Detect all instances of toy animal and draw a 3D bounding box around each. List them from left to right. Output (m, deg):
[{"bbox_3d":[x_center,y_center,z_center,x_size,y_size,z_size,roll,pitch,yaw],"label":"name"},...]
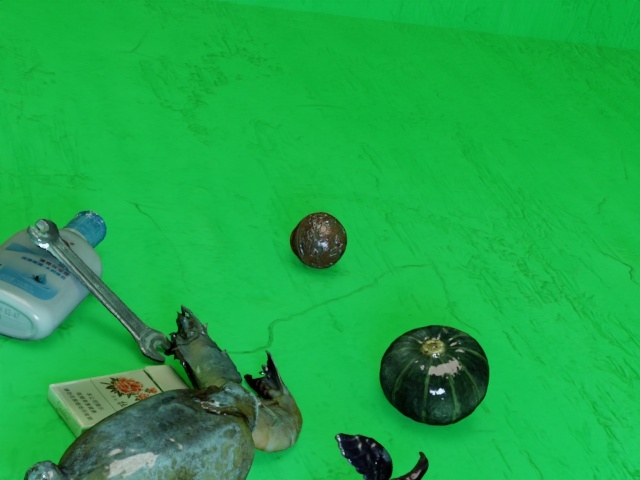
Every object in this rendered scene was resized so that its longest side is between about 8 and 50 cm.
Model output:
[{"bbox_3d":[0.067,0.329,1.946,0.160,0.272,0.197,-16,23,23],"label":"toy animal"}]

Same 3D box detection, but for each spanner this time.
[{"bbox_3d":[-0.336,0.076,2.282,0.302,0.017,0.071,44,30,9],"label":"spanner"}]

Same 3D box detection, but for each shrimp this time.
[{"bbox_3d":[-0.113,0.201,2.181,0.178,0.075,0.289,16,19,-40],"label":"shrimp"}]

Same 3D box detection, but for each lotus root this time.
[{"bbox_3d":[-0.218,0.289,1.888,0.350,0.175,0.175,-19,41,-41],"label":"lotus root"}]

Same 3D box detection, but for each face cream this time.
[{"bbox_3d":[-0.425,0.043,2.345,0.163,0.080,0.336,23,28,7],"label":"face cream"}]

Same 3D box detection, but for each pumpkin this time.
[{"bbox_3d":[0.174,0.202,2.266,0.167,0.125,0.167,-11,28,6],"label":"pumpkin"}]

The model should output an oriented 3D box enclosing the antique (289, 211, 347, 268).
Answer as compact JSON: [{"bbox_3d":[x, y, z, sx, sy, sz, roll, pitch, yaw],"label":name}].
[{"bbox_3d":[0.000,0.000,2.607,0.104,0.104,0.104,11,27,-5],"label":"antique"}]

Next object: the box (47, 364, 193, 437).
[{"bbox_3d":[-0.272,0.225,2.120,0.198,0.029,0.109,-7,33,-34],"label":"box"}]
